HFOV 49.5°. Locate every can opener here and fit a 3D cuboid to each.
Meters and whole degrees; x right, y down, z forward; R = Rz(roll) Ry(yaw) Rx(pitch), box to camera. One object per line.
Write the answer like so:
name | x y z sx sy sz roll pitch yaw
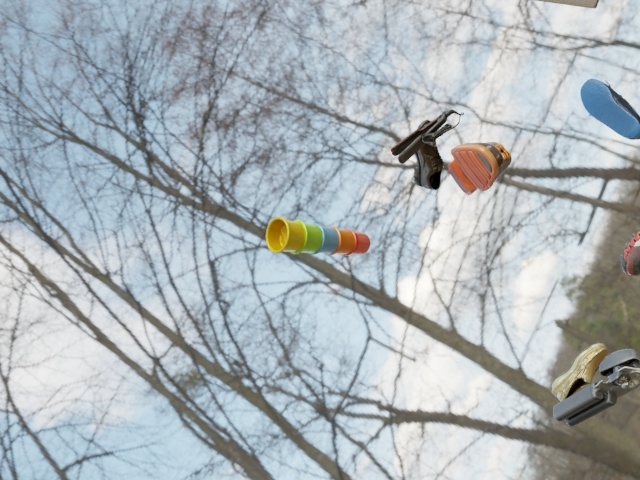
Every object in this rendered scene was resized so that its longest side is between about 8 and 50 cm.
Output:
can opener | 0.674 0.355 1.680 0.283 0.075 0.095 125 165 -49

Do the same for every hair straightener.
hair straightener | 0.313 -0.289 1.958 0.230 0.089 0.047 -33 -40 2

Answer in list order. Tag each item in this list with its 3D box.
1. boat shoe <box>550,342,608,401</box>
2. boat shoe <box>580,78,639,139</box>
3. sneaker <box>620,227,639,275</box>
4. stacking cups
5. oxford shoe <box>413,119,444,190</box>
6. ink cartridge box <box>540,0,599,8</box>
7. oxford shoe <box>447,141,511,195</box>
boat shoe | 0.702 0.358 1.849 0.068 0.072 0.190 32 -77 -26
boat shoe | 0.858 -0.373 2.037 0.089 0.258 0.109 6 -43 -34
sneaker | 0.860 0.005 1.713 0.097 0.135 0.276 15 -52 -28
stacking cups | 0.000 0.000 1.873 0.316 0.096 0.096 7 -74 -44
oxford shoe | 0.332 -0.252 2.068 0.082 0.096 0.227 -31 -49 -25
ink cartridge box | 0.394 -0.495 1.283 0.158 0.218 0.092 -1 -66 -21
oxford shoe | 0.406 -0.204 1.723 0.132 0.130 0.363 -35 0 2
